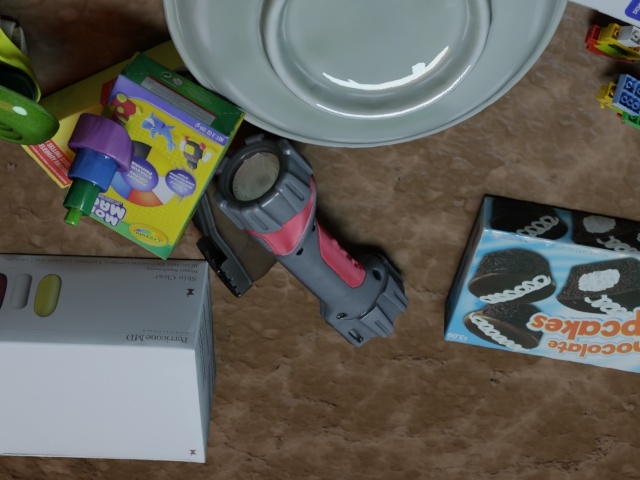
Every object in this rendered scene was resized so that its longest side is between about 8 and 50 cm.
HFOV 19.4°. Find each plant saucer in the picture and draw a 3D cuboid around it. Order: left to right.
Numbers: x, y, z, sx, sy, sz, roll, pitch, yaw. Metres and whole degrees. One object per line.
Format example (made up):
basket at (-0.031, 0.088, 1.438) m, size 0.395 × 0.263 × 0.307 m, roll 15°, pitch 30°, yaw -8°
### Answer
plant saucer at (0.049, -0.226, 1.780) m, size 0.400 × 0.100 × 0.400 m, roll -3°, pitch 131°, yaw -3°

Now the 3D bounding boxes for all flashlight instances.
flashlight at (0.000, 0.000, 2.027) m, size 0.103 × 0.103 × 0.304 m, roll -19°, pitch 144°, yaw 23°

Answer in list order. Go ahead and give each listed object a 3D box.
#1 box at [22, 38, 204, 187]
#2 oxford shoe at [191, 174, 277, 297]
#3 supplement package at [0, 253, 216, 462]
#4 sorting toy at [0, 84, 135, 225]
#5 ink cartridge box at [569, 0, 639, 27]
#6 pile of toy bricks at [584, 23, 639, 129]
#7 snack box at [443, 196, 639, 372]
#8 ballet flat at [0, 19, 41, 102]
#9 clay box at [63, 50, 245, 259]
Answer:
box at (-0.197, -0.137, 1.952) m, size 0.232 × 0.058 × 0.087 m, roll -20°, pitch 131°, yaw 23°
oxford shoe at (-0.102, -0.042, 2.031) m, size 0.096 × 0.083 × 0.227 m, roll -36°, pitch 140°, yaw -9°
supplement package at (-0.260, 0.137, 2.172) m, size 0.262 × 0.145 × 0.204 m, roll 1°, pitch 135°, yaw 2°
sorting toy at (-0.361, -0.094, 1.865) m, size 0.365 × 0.126 × 0.127 m, roll 17°, pitch 166°, yaw 21°
ink cartridge box at (0.408, -0.251, 1.792) m, size 0.333 × 0.065 × 0.165 m, roll 19°, pitch 133°, yaw -16°
pile of toy bricks at (0.336, -0.135, 1.901) m, size 0.212 × 0.118 × 0.105 m, roll 24°, pitch 170°, yaw -32°
snack box at (0.316, 0.060, 2.111) m, size 0.322 × 0.060 × 0.187 m, roll 10°, pitch 135°, yaw -6°
ballet flat at (-0.330, -0.194, 1.881) m, size 0.077 × 0.077 × 0.231 m, roll 5°, pitch 167°, yaw 10°
clay box at (-0.177, -0.074, 1.913) m, size 0.127 × 0.053 × 0.222 m, roll 30°, pitch 131°, yaw 0°
